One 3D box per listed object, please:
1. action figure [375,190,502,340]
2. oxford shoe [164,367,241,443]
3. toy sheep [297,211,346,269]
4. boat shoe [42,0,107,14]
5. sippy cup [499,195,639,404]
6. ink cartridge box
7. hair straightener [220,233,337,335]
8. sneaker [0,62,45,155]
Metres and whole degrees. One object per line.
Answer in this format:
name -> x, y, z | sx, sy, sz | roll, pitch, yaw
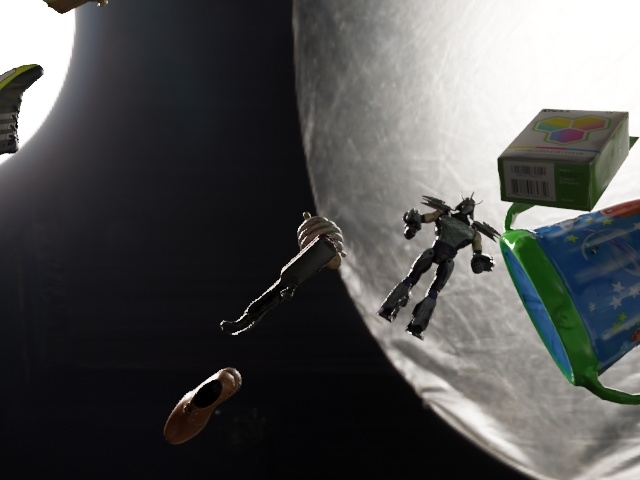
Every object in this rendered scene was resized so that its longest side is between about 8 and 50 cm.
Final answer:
action figure -> 0.215, 0.036, 1.275 | 0.285, 0.185, 0.099 | -61, -18, -2
oxford shoe -> -0.254, 0.337, 1.418 | 0.212, 0.076, 0.076 | -47, -14, 15
toy sheep -> 0.000, 0.000, 1.298 | 0.132, 0.091, 0.091 | 55, 155, 30
boat shoe -> -0.372, -0.422, 1.160 | 0.072, 0.190, 0.068 | 52, -145, -52
sippy cup -> 0.400, 0.052, 0.974 | 0.306, 0.224, 0.240 | 64, -173, -5
ink cartridge box -> 0.307, -0.115, 0.856 | 0.209, 0.109, 0.062 | -41, -51, -41
hair straightener -> -0.069, 0.075, 1.114 | 0.047, 0.230, 0.089 | 53, -176, -5
sneaker -> -0.688, -0.255, 1.519 | 0.300, 0.121, 0.111 | -50, 15, 1
